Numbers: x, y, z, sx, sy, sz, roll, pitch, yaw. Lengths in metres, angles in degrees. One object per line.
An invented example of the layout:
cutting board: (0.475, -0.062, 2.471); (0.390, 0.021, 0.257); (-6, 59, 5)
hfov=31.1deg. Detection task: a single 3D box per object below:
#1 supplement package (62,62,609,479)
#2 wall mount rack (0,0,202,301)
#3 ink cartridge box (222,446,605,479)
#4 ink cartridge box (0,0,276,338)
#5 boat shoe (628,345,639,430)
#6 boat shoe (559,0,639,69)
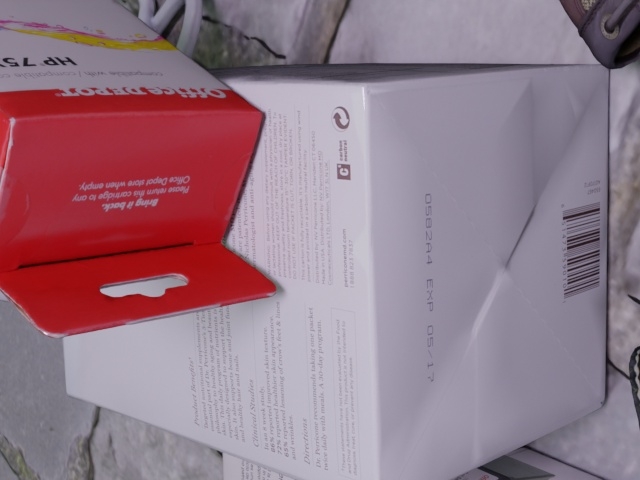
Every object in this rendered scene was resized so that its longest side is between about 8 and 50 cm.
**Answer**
supplement package: (0.000, 0.000, 0.661); (0.263, 0.198, 0.199); (9, 105, 45)
wall mount rack: (-0.221, -0.131, 0.923); (0.350, 0.130, 0.304); (-43, 36, 43)
ink cartridge box: (0.067, 0.223, 0.715); (0.273, 0.115, 0.198); (17, 114, 43)
ink cartridge box: (-0.125, -0.057, 0.537); (0.231, 0.134, 0.078); (39, 122, 34)
boat shoe: (0.203, 0.202, 0.560); (0.113, 0.127, 0.340); (-23, 94, 35)
boat shoe: (0.206, -0.161, 0.479); (0.285, 0.103, 0.092); (-28, 85, 50)
